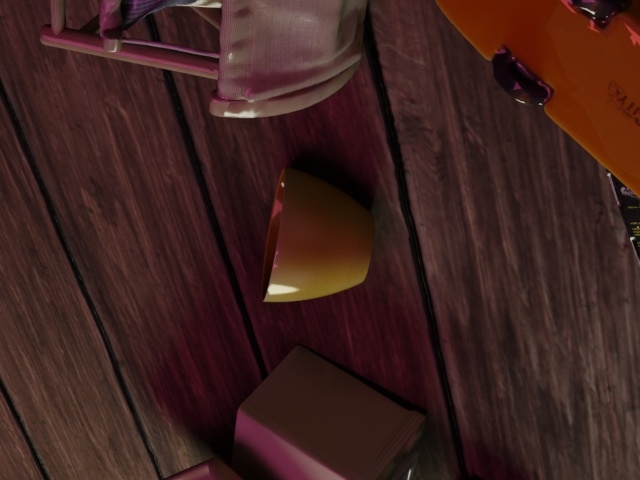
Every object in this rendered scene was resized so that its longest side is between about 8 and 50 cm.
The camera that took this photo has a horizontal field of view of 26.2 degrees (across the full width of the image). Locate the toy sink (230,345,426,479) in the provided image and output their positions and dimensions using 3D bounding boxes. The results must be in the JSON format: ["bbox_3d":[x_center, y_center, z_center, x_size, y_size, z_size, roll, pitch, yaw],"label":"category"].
[{"bbox_3d":[0.031,0.251,1.537,0.234,0.131,0.152,30,140,19],"label":"toy sink"}]

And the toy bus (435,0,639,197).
[{"bbox_3d":[0.236,-0.120,0.991,0.333,0.130,0.108,43,132,9],"label":"toy bus"}]

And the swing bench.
[{"bbox_3d":[-0.086,-0.253,1.130,0.255,0.165,0.253,25,138,16],"label":"swing bench"}]

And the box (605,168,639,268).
[{"bbox_3d":[0.336,-0.027,1.110,0.191,0.045,0.184,-2,122,39],"label":"box"}]

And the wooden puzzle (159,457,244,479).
[{"bbox_3d":[-0.064,0.396,1.630,0.322,0.080,0.348,41,158,-7],"label":"wooden puzzle"}]

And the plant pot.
[{"bbox_3d":[0.000,0.000,1.344,0.095,0.134,0.134,8,138,-6],"label":"plant pot"}]
